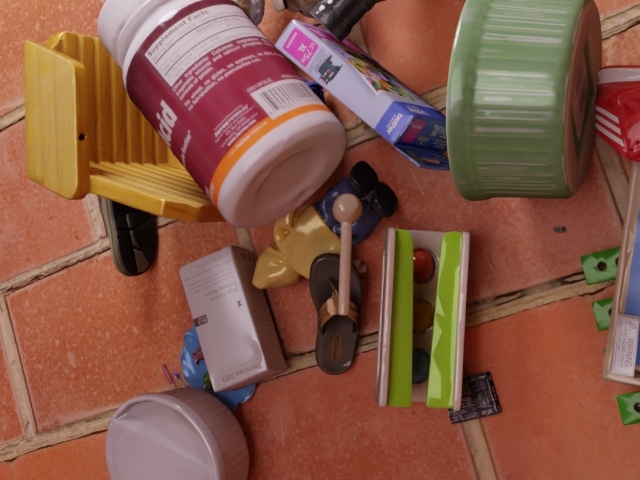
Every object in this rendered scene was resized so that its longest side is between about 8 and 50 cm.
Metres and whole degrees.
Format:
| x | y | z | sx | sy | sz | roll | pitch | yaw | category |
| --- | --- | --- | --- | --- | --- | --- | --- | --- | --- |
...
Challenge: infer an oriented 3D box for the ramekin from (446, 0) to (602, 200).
| x | y | z | sx | sy | sz | roll | pitch | yaw | category |
| --- | --- | --- | --- | --- | --- | --- | --- | --- | --- |
| 0.286 | -0.197 | 1.306 | 0.148 | 0.303 | 0.304 | 7 | 96 | 24 | ramekin |

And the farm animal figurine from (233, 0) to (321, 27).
| x | y | z | sx | sy | sz | roll | pitch | yaw | category |
| --- | --- | --- | --- | --- | --- | --- | --- | --- | --- |
| -0.011 | -0.510 | 1.556 | 0.330 | 0.172 | 0.327 | 6 | 107 | 23 | farm animal figurine |

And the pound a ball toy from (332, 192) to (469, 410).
| x | y | z | sx | sy | sz | roll | pitch | yaw | category |
| --- | --- | --- | --- | --- | --- | --- | --- | --- | --- |
| 0.116 | 0.093 | 1.486 | 0.208 | 0.136 | 0.319 | 2 | 88 | 0 | pound a ball toy |

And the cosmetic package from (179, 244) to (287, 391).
| x | y | z | sx | sy | sz | roll | pitch | yaw | category |
| --- | --- | --- | --- | --- | --- | --- | --- | --- | --- |
| -0.154 | 0.138 | 1.687 | 0.117 | 0.085 | 0.231 | -25 | 74 | 20 | cosmetic package |

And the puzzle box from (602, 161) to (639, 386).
| x | y | z | sx | sy | sz | roll | pitch | yaw | category |
| --- | --- | --- | --- | --- | --- | --- | --- | --- | --- |
| 0.535 | 0.007 | 1.255 | 0.272 | 0.052 | 0.409 | 6 | 84 | 30 | puzzle box |

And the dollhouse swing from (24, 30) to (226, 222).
| x | y | z | sx | sy | sz | roll | pitch | yaw | category |
| --- | --- | --- | --- | --- | --- | --- | --- | --- | --- |
| -0.256 | -0.189 | 1.601 | 0.304 | 0.346 | 0.315 | 1 | 92 | 32 | dollhouse swing |

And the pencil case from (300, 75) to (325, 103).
| x | y | z | sx | sy | sz | roll | pitch | yaw | category |
| --- | --- | --- | --- | --- | --- | --- | --- | --- | --- |
| -0.122 | -0.282 | 1.649 | 0.306 | 0.119 | 0.133 | 38 | 70 | 25 | pencil case |

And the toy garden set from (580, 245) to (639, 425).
| x | y | z | sx | sy | sz | roll | pitch | yaw | category |
| --- | --- | --- | --- | --- | --- | --- | --- | --- | --- |
| 0.493 | 0.116 | 1.332 | 0.203 | 0.049 | 0.244 | -16 | 79 | 27 | toy garden set |

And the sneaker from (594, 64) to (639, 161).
| x | y | z | sx | sy | sz | roll | pitch | yaw | category |
| --- | --- | --- | --- | --- | --- | --- | --- | --- | --- |
| 0.465 | -0.163 | 1.261 | 0.221 | 0.087 | 0.128 | 8 | 93 | 44 | sneaker |

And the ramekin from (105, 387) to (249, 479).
| x | y | z | sx | sy | sz | roll | pitch | yaw | category |
| --- | --- | --- | --- | --- | --- | --- | --- | --- | --- |
| -0.249 | 0.391 | 1.735 | 0.272 | 0.127 | 0.273 | 8 | 105 | 32 | ramekin |

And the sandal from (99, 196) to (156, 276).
| x | y | z | sx | sy | sz | roll | pitch | yaw | category |
| --- | --- | --- | --- | --- | --- | --- | --- | --- | --- |
| -0.380 | -0.083 | 1.824 | 0.086 | 0.120 | 0.303 | 3 | 94 | 45 | sandal |

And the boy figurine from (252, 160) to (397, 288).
| x | y | z | sx | sy | sz | roll | pitch | yaw | category |
| --- | --- | --- | --- | --- | --- | --- | --- | --- | --- |
| 0.000 | 0.000 | 1.603 | 0.177 | 0.092 | 0.285 | 44 | 120 | -7 | boy figurine |

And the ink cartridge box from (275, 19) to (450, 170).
| x | y | z | sx | sy | sz | roll | pitch | yaw | category |
| --- | --- | --- | --- | --- | --- | --- | --- | --- | --- |
| 0.092 | -0.220 | 1.481 | 0.311 | 0.185 | 0.065 | 45 | 111 | 22 | ink cartridge box |

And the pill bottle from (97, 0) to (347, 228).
| x | y | z | sx | sy | sz | roll | pitch | yaw | category |
| --- | --- | --- | --- | --- | --- | --- | --- | --- | --- |
| -0.160 | -0.229 | 1.467 | 0.224 | 0.224 | 0.392 | -48 | 68 | 24 | pill bottle |

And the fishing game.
| x | y | z | sx | sy | sz | roll | pitch | yaw | category |
| --- | --- | --- | --- | --- | --- | --- | --- | --- | --- |
| -0.191 | 0.224 | 1.762 | 0.264 | 0.041 | 0.189 | -40 | 69 | 27 | fishing game |

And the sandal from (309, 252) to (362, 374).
| x | y | z | sx | sy | sz | roll | pitch | yaw | category |
| --- | --- | --- | --- | --- | --- | --- | --- | --- | --- |
| 0.024 | 0.128 | 1.576 | 0.089 | 0.060 | 0.220 | 2 | 108 | -5 | sandal |

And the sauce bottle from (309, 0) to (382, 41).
| x | y | z | sx | sy | sz | roll | pitch | yaw | category |
| --- | --- | --- | --- | --- | --- | --- | --- | --- | --- |
| 0.126 | -0.448 | 1.455 | 0.344 | 0.111 | 0.111 | -47 | 69 | 10 | sauce bottle |

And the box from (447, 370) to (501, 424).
| x | y | z | sx | sy | sz | roll | pitch | yaw | category |
| --- | --- | --- | --- | --- | --- | --- | --- | --- | --- |
| 0.236 | 0.248 | 1.511 | 0.083 | 0.018 | 0.067 | -21 | 81 | 31 | box |
